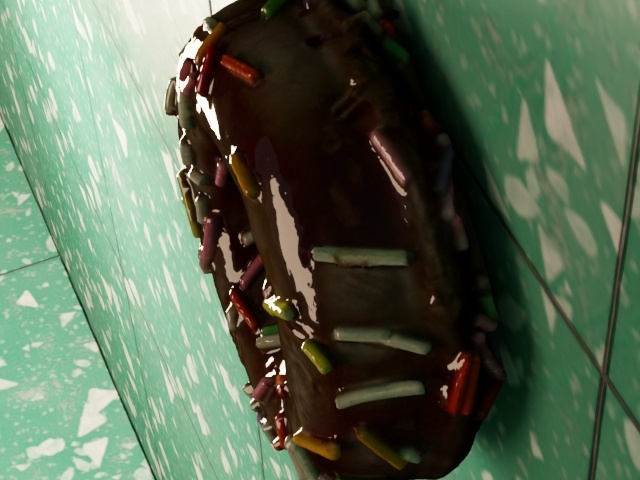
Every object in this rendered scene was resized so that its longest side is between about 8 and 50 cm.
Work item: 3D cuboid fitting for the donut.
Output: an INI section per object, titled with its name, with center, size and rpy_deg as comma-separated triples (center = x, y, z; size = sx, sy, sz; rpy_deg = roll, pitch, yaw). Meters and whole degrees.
[donut]
center = 0.000, 0.000, 0.848
size = 0.270, 0.103, 0.270
rpy_deg = 161, 90, -79
